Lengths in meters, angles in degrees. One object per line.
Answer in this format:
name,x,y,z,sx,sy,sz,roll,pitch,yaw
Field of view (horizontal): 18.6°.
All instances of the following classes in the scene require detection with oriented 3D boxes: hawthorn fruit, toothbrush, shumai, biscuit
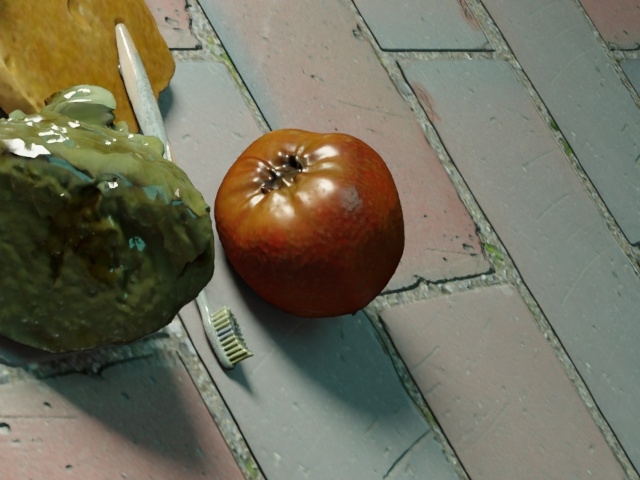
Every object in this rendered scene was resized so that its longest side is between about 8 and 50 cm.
hawthorn fruit,0.000,0.000,2.011,0.196,0.196,0.225,-88,156,-47
toothbrush,-0.144,-0.048,1.941,0.028,0.037,0.375,9,57,-63
shumai,-0.227,-0.026,1.754,0.256,0.189,0.218,20,22,-19
biscuit,-0.258,-0.227,1.969,0.269,0.051,0.376,56,28,-21
